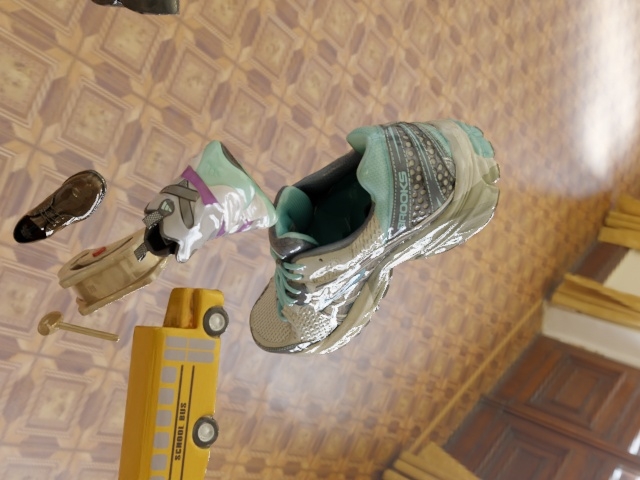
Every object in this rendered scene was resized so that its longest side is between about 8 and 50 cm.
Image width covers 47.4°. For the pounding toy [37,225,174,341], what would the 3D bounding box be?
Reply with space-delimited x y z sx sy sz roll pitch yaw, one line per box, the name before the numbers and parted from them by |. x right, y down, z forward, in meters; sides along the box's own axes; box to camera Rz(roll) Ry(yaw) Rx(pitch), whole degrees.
pounding toy | -0.399 0.092 1.390 0.269 0.154 0.155 -26 110 7

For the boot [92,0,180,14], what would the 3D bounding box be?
boot | -0.286 -0.646 1.361 0.146 0.367 0.445 -5 113 -45

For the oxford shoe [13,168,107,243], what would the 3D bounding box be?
oxford shoe | -0.500 -0.054 1.399 0.083 0.227 0.096 51 22 -12

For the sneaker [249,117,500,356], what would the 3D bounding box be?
sneaker | 0.000 0.000 0.568 0.122 0.110 0.283 4 142 -36

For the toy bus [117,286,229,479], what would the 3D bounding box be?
toy bus | -0.241 0.242 1.195 0.130 0.108 0.333 10 81 -36

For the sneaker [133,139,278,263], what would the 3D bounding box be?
sneaker | -0.061 -0.010 0.361 0.069 0.038 0.098 -38 165 0
